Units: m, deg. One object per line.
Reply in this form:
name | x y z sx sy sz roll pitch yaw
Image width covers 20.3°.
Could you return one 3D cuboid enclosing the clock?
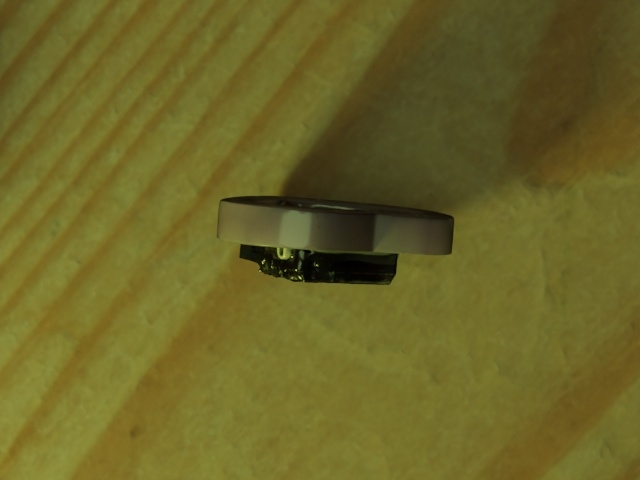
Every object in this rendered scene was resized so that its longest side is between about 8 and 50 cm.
clock | 0.000 0.000 1.436 0.198 0.172 0.064 3 93 -35
